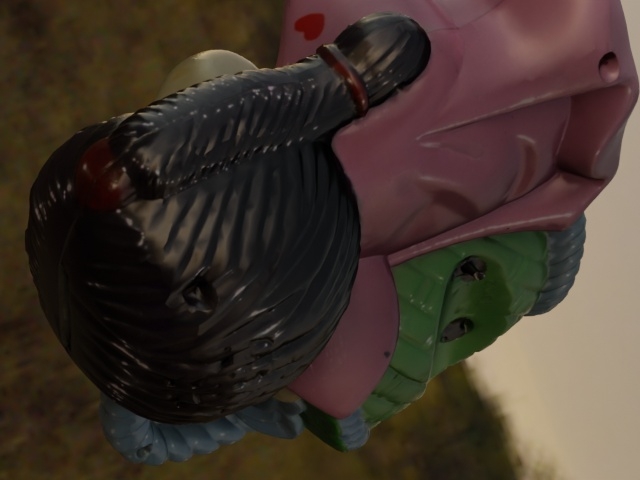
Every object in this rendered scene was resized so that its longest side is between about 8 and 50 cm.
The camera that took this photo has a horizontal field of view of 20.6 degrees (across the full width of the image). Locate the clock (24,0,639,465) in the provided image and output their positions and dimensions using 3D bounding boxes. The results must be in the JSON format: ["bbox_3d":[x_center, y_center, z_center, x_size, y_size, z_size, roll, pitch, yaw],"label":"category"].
[{"bbox_3d":[0.000,0.000,0.581,0.100,0.195,0.194,48,-29,28],"label":"clock"}]
